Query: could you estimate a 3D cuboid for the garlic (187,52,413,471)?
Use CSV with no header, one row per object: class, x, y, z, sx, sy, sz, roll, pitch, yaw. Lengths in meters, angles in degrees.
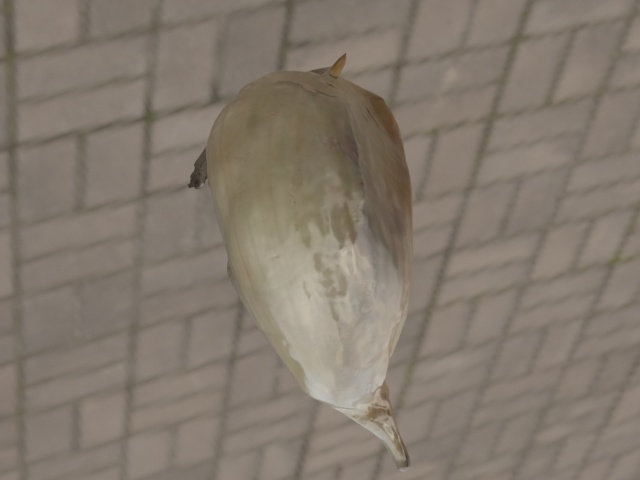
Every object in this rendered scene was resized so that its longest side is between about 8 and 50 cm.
garlic,0.003,-0.004,0.640,0.084,0.152,0.066,16,143,-30
